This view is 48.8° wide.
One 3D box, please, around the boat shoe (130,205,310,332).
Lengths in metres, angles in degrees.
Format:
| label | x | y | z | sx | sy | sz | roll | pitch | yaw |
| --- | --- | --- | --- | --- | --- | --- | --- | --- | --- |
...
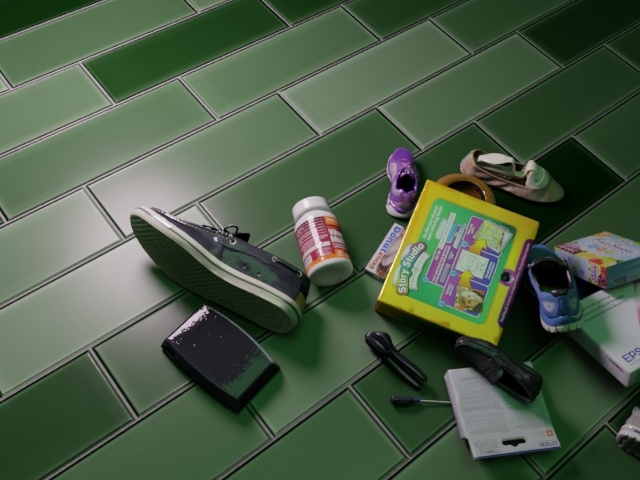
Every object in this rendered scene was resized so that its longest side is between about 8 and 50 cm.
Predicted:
| label | x | y | z | sx | sy | sz | roll | pitch | yaw |
| --- | --- | --- | --- | --- | --- | --- | --- | --- | --- |
| boat shoe | -0.248 | 0.049 | 1.765 | 0.500 | 0.186 | 0.156 | 28 | 53 | 6 |

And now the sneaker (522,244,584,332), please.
| label | x | y | z | sx | sy | sz | roll | pitch | yaw |
| --- | --- | --- | --- | --- | --- | --- | --- | --- | --- |
| sneaker | 0.589 | 0.087 | 1.791 | 0.130 | 0.147 | 0.330 | -12 | 26 | 8 |

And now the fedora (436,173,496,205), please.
| label | x | y | z | sx | sy | sz | roll | pitch | yaw |
| --- | --- | --- | --- | --- | --- | --- | --- | --- | --- |
| fedora | 0.394 | -0.099 | 1.988 | 0.194 | 0.079 | 0.194 | 3 | 56 | -4 |

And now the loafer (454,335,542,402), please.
| label | x | y | z | sx | sy | sz | roll | pitch | yaw |
| --- | --- | --- | --- | --- | --- | --- | --- | --- | --- |
| loafer | 0.417 | 0.303 | 1.667 | 0.223 | 0.076 | 0.078 | 30 | 48 | 8 |

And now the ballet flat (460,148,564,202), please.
| label | x | y | z | sx | sy | sz | roll | pitch | yaw |
| --- | --- | --- | --- | --- | --- | --- | --- | --- | --- |
| ballet flat | 0.567 | -0.192 | 2.054 | 0.316 | 0.106 | 0.107 | 14 | 56 | 2 |

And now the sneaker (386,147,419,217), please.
| label | x | y | z | sx | sy | sz | roll | pitch | yaw |
| --- | --- | --- | --- | --- | --- | --- | --- | --- | --- |
| sneaker | 0.241 | -0.182 | 2.013 | 0.095 | 0.104 | 0.236 | 6 | 55 | -1 |

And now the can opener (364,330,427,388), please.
| label | x | y | z | sx | sy | sz | roll | pitch | yaw |
| --- | --- | --- | --- | --- | --- | --- | --- | --- | --- |
| can opener | 0.180 | 0.291 | 1.722 | 0.186 | 0.059 | 0.073 | 43 | 35 | 10 |

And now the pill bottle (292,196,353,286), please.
| label | x | y | z | sx | sy | sz | roll | pitch | yaw |
| --- | --- | --- | --- | --- | --- | --- | --- | --- | --- |
| pill bottle | 0.000 | 0.000 | 1.854 | 0.121 | 0.121 | 0.221 | -10 | 58 | -13 |

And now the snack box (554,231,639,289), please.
| label | x | y | z | sx | sy | sz | roll | pitch | yaw |
| --- | --- | --- | --- | --- | --- | --- | --- | --- | --- |
| snack box | 0.757 | 0.049 | 1.871 | 0.175 | 0.070 | 0.207 | -15 | 20 | -15 |

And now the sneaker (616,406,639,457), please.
| label | x | y | z | sx | sy | sz | roll | pitch | yaw |
| --- | --- | --- | --- | --- | --- | --- | --- | --- | --- |
| sneaker | 0.843 | 0.481 | 1.634 | 0.281 | 0.105 | 0.115 | 29 | 58 | 13 |

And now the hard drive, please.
| label | x | y | z | sx | sy | sz | roll | pitch | yaw |
| --- | --- | --- | --- | --- | --- | --- | --- | --- | --- |
| hard drive | -0.239 | 0.271 | 1.686 | 0.255 | 0.054 | 0.172 | 37 | 60 | 17 |

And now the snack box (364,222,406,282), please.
| label | x | y | z | sx | sy | sz | roll | pitch | yaw |
| --- | --- | --- | --- | --- | --- | --- | --- | --- | --- |
| snack box | 0.188 | 0.032 | 1.912 | 0.064 | 0.022 | 0.178 | 27 | 58 | 13 |

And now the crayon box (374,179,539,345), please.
| label | x | y | z | sx | sy | sz | roll | pitch | yaw |
| --- | --- | --- | --- | --- | --- | --- | --- | --- | --- |
| crayon box | 0.351 | 0.067 | 1.814 | 0.313 | 0.106 | 0.363 | 22 | 71 | 9 |

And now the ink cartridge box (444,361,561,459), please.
| label | x | y | z | sx | sy | sz | roll | pitch | yaw |
| --- | --- | --- | --- | --- | --- | --- | --- | --- | --- |
| ink cartridge box | 0.427 | 0.405 | 1.673 | 0.223 | 0.045 | 0.224 | -3 | 55 | -11 |

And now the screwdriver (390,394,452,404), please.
| label | x | y | z | sx | sy | sz | roll | pitch | yaw |
| --- | --- | --- | --- | --- | --- | --- | --- | --- | --- |
| screwdriver | 0.250 | 0.381 | 1.687 | 0.170 | 0.024 | 0.025 | 0 | 85 | -8 |

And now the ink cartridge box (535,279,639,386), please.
| label | x | y | z | sx | sy | sz | roll | pitch | yaw |
| --- | --- | --- | --- | --- | --- | --- | --- | --- | --- |
| ink cartridge box | 0.781 | 0.177 | 1.789 | 0.324 | 0.071 | 0.330 | -23 | 45 | -17 |
